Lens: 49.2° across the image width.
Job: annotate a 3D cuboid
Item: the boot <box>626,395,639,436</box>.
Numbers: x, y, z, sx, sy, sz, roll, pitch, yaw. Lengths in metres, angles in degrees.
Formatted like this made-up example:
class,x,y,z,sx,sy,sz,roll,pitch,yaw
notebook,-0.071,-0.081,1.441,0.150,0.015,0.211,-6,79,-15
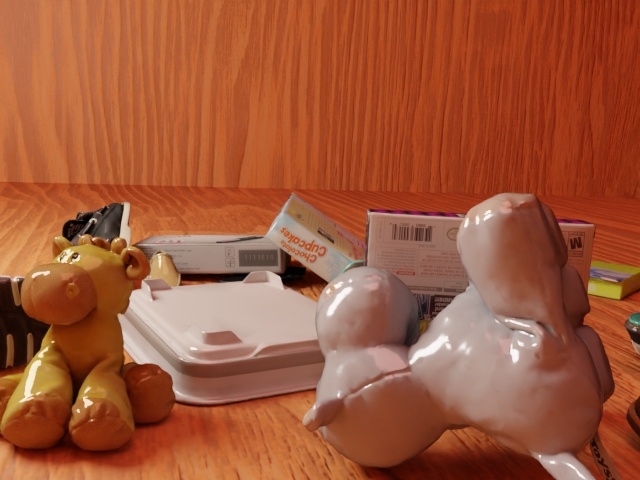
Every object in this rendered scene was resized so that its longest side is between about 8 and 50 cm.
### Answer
class,x,y,z,sx,sy,sz,roll,pitch,yaw
boot,0.396,0.166,0.577,0.112,0.115,0.305,-4,11,-26

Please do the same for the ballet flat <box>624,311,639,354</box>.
class,x,y,z,sx,sy,sz,roll,pitch,yaw
ballet flat,0.468,0.127,0.950,0.074,0.074,0.203,12,14,41

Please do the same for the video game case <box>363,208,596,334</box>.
class,x,y,z,sx,sy,sz,roll,pitch,yaw
video game case,0.157,0.077,0.734,0.232,0.210,0.042,2,9,0

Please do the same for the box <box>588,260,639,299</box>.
class,x,y,z,sx,sy,sz,roll,pitch,yaw
box,0.550,0.075,1.351,0.109,0.042,0.178,10,12,39

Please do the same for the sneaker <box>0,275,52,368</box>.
class,x,y,z,sx,sy,sz,roll,pitch,yaw
sneaker,-0.438,0.088,0.803,0.282,0.106,0.163,-4,9,-34

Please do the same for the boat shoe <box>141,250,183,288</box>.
class,x,y,z,sx,sy,sz,roll,pitch,yaw
boat shoe,-0.256,0.056,1.123,0.068,0.072,0.190,0,11,-21

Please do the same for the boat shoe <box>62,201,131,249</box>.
class,x,y,z,sx,sy,sz,roll,pitch,yaw
boat shoe,-0.411,-0.004,1.268,0.113,0.127,0.340,12,16,-19

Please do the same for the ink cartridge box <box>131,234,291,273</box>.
class,x,y,z,sx,sy,sz,roll,pitch,yaw
ink cartridge box,-0.193,0.017,1.345,0.275,0.060,0.239,0,9,3

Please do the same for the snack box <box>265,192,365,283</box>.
class,x,y,z,sx,sy,sz,roll,pitch,yaw
snack box,0.000,0.000,1.314,0.187,0.060,0.322,36,8,-5

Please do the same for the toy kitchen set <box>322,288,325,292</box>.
class,x,y,z,sx,sy,sz,roll,pitch,yaw
toy kitchen set,0.051,0.100,1.090,0.068,0.075,0.083,-2,-29,-43

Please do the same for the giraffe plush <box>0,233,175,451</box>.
class,x,y,z,sx,sy,sz,roll,pitch,yaw
giraffe plush,-0.229,0.084,0.683,0.182,0.170,0.210,3,10,2

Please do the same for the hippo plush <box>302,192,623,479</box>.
class,x,y,z,sx,sy,sz,roll,pitch,yaw
hippo plush,0.120,0.118,0.620,0.237,0.294,0.234,-19,-25,23

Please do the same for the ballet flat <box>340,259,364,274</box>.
class,x,y,z,sx,sy,sz,roll,pitch,yaw
ballet flat,0.149,0.100,0.931,0.281,0.095,0.096,12,27,-27

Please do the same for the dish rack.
class,x,y,z,sx,sy,sz,roll,pitch,yaw
dish rack,-0.102,0.106,0.903,0.286,0.072,0.333,-2,12,-30

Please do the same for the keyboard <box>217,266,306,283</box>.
class,x,y,z,sx,sy,sz,roll,pitch,yaw
keyboard,-0.090,0.069,1.250,0.108,0.023,0.180,2,9,29
